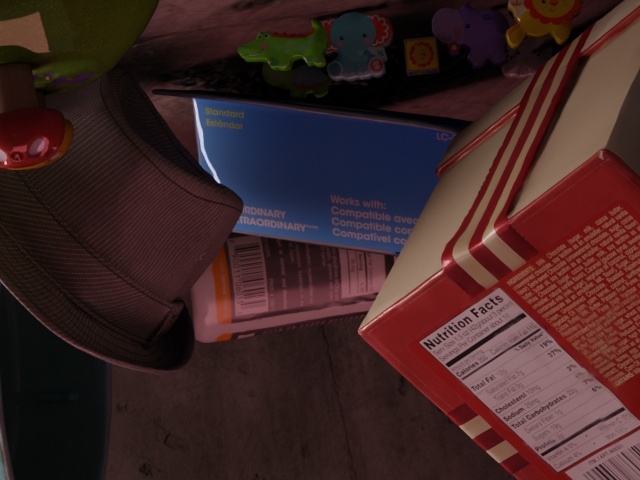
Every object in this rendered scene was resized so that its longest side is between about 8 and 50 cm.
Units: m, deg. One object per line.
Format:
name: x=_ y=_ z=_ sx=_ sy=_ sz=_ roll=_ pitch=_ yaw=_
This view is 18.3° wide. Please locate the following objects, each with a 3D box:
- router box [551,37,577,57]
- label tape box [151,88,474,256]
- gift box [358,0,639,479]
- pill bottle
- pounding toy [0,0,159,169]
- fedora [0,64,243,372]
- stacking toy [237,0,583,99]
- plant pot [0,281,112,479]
router box: x=0.347 y=-0.083 z=1.478 sx=0.243 sy=0.081 sz=0.309 roll=-7 pitch=-156 yaw=-20
label tape box: x=0.049 y=-0.042 z=1.537 sx=0.249 sy=0.115 sz=0.347 roll=8 pitch=-177 yaw=23
gift box: x=0.211 y=0.019 z=1.218 sx=0.255 sy=0.276 sz=0.258 roll=-33 pitch=-162 yaw=38
pill bottle: x=0.000 y=0.000 z=1.902 sx=0.278 sy=0.162 sz=0.162 roll=-9 pitch=173 yaw=-11
pounding toy: x=-0.195 y=-0.083 z=1.113 sx=0.237 sy=0.110 sz=0.183 roll=-14 pitch=172 yaw=28
fedora: x=-0.141 y=-0.034 z=1.341 sx=0.124 sy=0.244 sz=0.275 roll=-41 pitch=165 yaw=8
stacking toy: x=0.060 y=-0.137 z=1.328 sx=0.221 sy=0.052 sz=0.167 roll=-6 pitch=177 yaw=2
plant pot: x=-0.375 y=0.108 z=1.647 sx=0.334 sy=0.341 sz=0.341 roll=-4 pitch=175 yaw=9
